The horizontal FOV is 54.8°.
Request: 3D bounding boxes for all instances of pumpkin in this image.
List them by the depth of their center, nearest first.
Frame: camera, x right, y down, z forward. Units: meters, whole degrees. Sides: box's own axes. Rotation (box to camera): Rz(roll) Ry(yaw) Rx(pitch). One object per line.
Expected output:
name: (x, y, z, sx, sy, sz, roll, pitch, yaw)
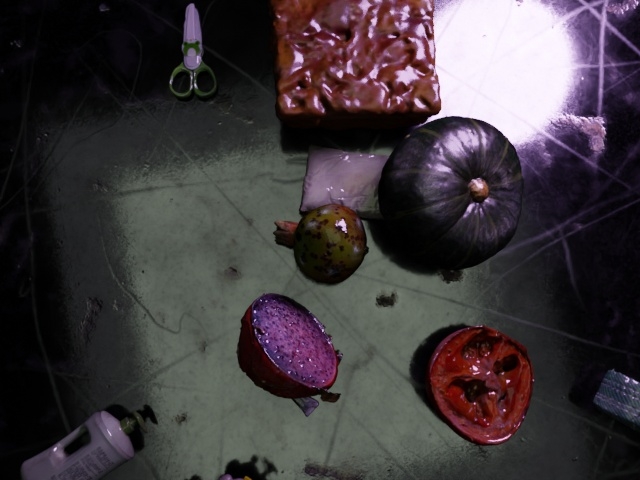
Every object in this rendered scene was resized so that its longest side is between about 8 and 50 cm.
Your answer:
pumpkin: (0.256, -0.094, 1.210, 0.299, 0.207, 0.301, 0, 88, -18)

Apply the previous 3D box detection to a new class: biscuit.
biscuit: (0.063, -0.417, 1.263, 0.342, 0.166, 0.396, -2, 82, 0)

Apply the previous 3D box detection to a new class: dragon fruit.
dragon fruit: (-0.084, 0.229, 1.190, 0.223, 0.219, 0.148, 36, 116, -19)

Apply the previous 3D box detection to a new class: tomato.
tomato: (0.309, 0.283, 1.227, 0.227, 0.101, 0.228, 2, 81, -10)

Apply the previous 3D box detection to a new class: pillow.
pillow: (0.076, -0.115, 1.289, 0.229, 0.050, 0.149, 7, 90, -4)

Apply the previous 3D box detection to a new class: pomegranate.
pomegranate: (0.000, 0.000, 1.229, 0.204, 0.159, 0.159, 14, 83, 27)

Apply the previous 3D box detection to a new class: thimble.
thimble: (0.615, 0.321, 1.219, 0.135, 0.118, 0.090, 27, 88, -14)

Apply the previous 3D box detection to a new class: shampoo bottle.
shampoo bottle: (-0.446, 0.411, 1.198, 0.234, 0.087, 0.118, -35, 86, -5)

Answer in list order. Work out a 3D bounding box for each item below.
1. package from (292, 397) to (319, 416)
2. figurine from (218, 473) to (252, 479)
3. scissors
package: (-0.054, 0.307, 1.254, 0.110, 0.015, 0.037, 44, 84, 4)
figurine: (-0.189, 0.522, 1.185, 0.228, 0.112, 0.138, -14, 76, 10)
scissors: (-0.272, -0.406, 1.324, 0.100, 0.027, 0.205, 0, 85, -3)
